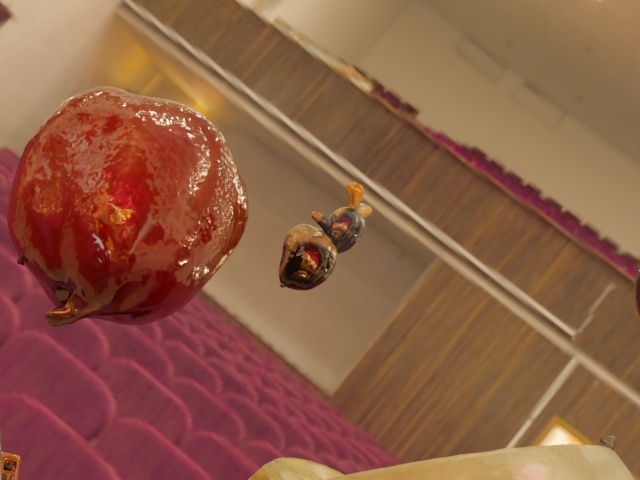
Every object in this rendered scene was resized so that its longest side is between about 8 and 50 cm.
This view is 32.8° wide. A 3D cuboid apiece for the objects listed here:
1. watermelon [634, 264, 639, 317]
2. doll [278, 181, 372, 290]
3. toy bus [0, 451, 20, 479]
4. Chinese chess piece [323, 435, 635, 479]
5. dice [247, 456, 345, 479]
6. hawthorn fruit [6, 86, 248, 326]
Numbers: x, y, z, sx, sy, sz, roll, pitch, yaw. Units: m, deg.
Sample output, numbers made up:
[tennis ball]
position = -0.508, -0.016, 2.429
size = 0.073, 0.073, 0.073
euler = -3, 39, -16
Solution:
[watermelon]
position = 0.522, 0.079, 1.456
size = 0.188, 0.188, 0.215
euler = 48, 17, -50
[doll]
position = 0.000, 0.000, 1.524
size = 0.089, 0.179, 0.102
euler = 26, -24, 34
[toy bus]
position = -0.427, 0.352, 1.325
size = 0.083, 0.194, 0.088
euler = -11, -24, 44
[Chinese chess piece]
position = 0.041, 0.136, 0.439
size = 0.188, 0.188, 0.083
euler = 56, 23, -67
[dice]
position = -0.019, 0.376, 1.314
size = 0.169, 0.169, 0.166
euler = 32, 11, 31
[hawthorn fruit]
position = -0.231, -0.040, 1.327
size = 0.295, 0.295, 0.311
euler = 44, 12, -32
